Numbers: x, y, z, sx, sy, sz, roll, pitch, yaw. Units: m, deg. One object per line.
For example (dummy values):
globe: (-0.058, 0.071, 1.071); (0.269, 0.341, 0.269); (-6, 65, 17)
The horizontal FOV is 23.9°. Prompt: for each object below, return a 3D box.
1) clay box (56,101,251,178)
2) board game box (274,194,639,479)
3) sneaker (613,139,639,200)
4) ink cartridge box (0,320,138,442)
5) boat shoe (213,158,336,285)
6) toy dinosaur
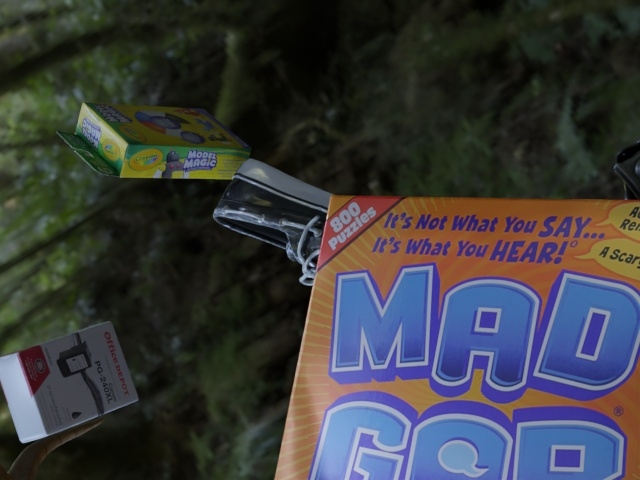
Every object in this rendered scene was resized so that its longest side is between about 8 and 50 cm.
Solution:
clay box: (-0.216, -0.129, 1.962); (0.222, 0.053, 0.127); (0, -152, -40)
board game box: (0.211, 0.182, 1.398); (0.356, 0.356, 0.356); (30, -113, -53)
sneaker: (0.362, -0.096, 1.437); (0.130, 0.227, 0.087); (-2, -142, -46)
ink cartridge box: (-0.311, 0.172, 1.868); (0.150, 0.063, 0.109); (-19, -91, -45)
boat shoe: (-0.001, -0.002, 1.889); (0.306, 0.105, 0.113); (27, 163, 23)
toy dinosaur: (-0.220, 0.187, 1.084); (0.112, 0.064, 0.211); (39, -156, -28)
